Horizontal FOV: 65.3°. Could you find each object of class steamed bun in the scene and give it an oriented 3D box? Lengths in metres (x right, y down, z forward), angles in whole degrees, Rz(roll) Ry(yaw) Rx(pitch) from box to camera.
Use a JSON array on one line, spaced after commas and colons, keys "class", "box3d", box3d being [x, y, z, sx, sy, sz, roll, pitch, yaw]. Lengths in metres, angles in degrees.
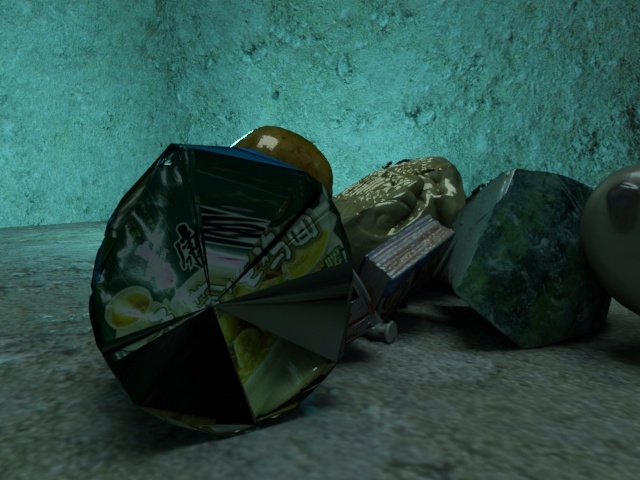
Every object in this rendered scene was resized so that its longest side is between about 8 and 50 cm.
[{"class": "steamed bun", "box3d": [0.153, -0.021, 0.959, 0.276, 0.203, 0.289, -17, 19, 14]}]

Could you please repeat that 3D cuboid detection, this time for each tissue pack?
[{"class": "tissue pack", "box3d": [0.115, 0.043, 0.721, 0.065, 0.116, 0.155, 39, 49, 22]}]

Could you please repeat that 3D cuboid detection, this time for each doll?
[{"class": "doll", "box3d": [0.478, -0.021, 0.622, 0.215, 0.226, 0.370, -10, 16, 47]}, {"class": "doll", "box3d": [0.060, 0.110, 0.667, 0.085, 0.040, 0.058, -2, 17, 17]}]

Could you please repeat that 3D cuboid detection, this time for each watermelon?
[{"class": "watermelon", "box3d": [0.286, 0.031, 0.760, 0.387, 0.229, 0.258, 3, -6, -39]}]

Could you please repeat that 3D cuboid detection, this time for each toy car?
[{"class": "toy car", "box3d": [-0.010, 0.059, 0.641, 0.089, 0.108, 0.209, -28, 17, -11]}]

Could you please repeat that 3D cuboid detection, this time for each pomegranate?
[{"class": "pomegranate", "box3d": [-0.150, -0.181, 1.609, 0.416, 0.417, 0.416, 1, 6, 0]}]

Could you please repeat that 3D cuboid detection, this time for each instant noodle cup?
[{"class": "instant noodle cup", "box3d": [-0.108, 0.041, 0.474, 0.240, 0.240, 0.178, -3, 1, -32]}]

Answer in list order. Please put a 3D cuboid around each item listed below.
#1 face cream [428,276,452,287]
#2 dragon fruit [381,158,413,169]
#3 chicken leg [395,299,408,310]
[{"class": "face cream", "box3d": [0.241, 0.048, 1.094, 0.135, 0.086, 0.385, -16, 7, -15]}, {"class": "dragon fruit", "box3d": [0.239, -0.061, 1.472, 0.314, 0.296, 0.263, -9, -23, -45]}, {"class": "chicken leg", "box3d": [0.052, 0.085, 0.802, 0.233, 0.063, 0.105, -3, 2, -17]}]
